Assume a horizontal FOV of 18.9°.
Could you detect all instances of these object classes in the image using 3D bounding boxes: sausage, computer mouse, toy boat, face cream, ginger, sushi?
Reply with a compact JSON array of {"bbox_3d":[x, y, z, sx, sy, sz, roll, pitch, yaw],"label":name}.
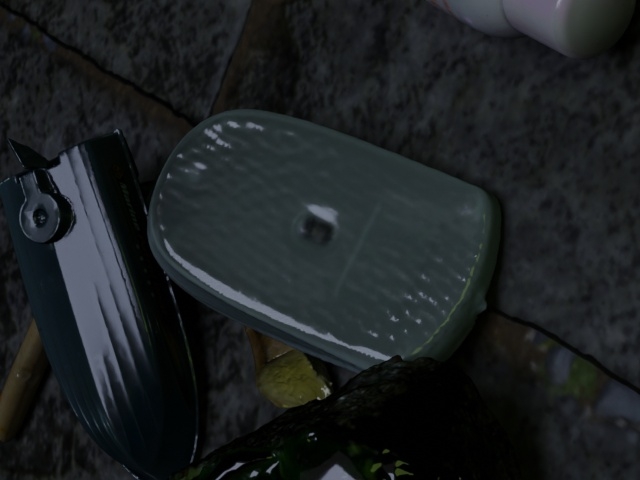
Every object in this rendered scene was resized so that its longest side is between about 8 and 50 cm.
[{"bbox_3d":[-0.203,0.085,1.359,0.024,0.024,0.132,40,111,43],"label":"sausage"},{"bbox_3d":[0.000,0.000,1.113,0.231,0.079,0.128,26,85,27],"label":"computer mouse"},{"bbox_3d":[-0.133,0.048,1.253,0.093,0.103,0.246,-24,79,28],"label":"toy boat"},{"bbox_3d":[0.068,-0.173,1.069,0.269,0.082,0.082,37,110,45],"label":"face cream"},{"bbox_3d":[-0.029,0.050,1.165,0.137,0.044,0.057,64,145,35],"label":"ginger"},{"bbox_3d":[-0.003,0.154,1.035,0.225,0.127,0.124,-28,90,43],"label":"sushi"}]
